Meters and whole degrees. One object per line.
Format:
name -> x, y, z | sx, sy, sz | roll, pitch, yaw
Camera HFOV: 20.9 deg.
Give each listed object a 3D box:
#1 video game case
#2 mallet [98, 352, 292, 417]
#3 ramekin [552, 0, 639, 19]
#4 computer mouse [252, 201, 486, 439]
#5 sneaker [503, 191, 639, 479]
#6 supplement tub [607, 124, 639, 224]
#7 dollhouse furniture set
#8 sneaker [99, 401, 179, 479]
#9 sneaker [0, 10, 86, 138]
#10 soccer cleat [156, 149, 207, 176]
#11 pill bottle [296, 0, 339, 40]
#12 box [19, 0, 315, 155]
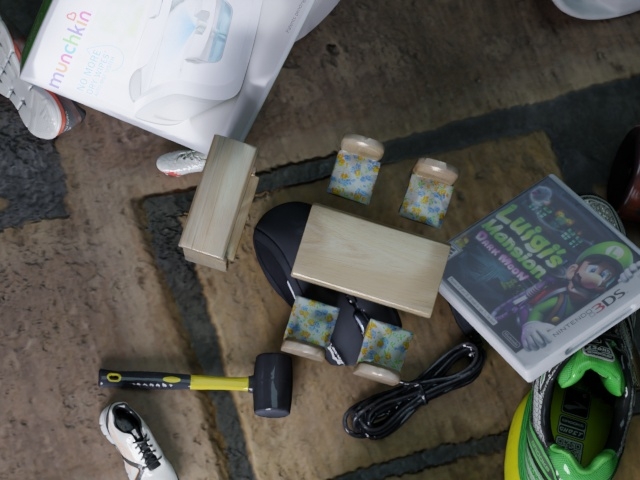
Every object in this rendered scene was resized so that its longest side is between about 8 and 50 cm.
video game case -> 0.216, 0.032, 1.701 | 0.173, 0.022, 0.190 | -33, 47, -12
mallet -> -0.119, 0.146, 1.683 | 0.189, 0.039, 0.062 | -4, 72, -9
ramekin -> 0.339, -0.373, 1.877 | 0.273, 0.273, 0.127 | -19, 63, -19
computer mouse -> 0.059, 0.053, 1.744 | 0.184, 0.060, 0.262 | -23, 76, -19
sneaker -> 0.268, 0.107, 1.723 | 0.134, 0.146, 0.343 | 9, 66, -9
supplement tub -> 0.412, -0.049, 1.842 | 0.198, 0.106, 0.106 | 16, 66, -7
dollhouse furniture set -> 0.000, 0.000, 1.629 | 0.242, 0.161, 0.212 | 17, 82, 0
sneaker -> -0.171, 0.199, 1.642 | 0.040, 0.044, 0.109 | -36, 82, -25
sneaker -> -0.294, -0.171, 1.766 | 0.065, 0.061, 0.158 | -20, 73, -47
soccer cleat -> -0.125, -0.083, 1.769 | 0.083, 0.035, 0.029 | 0, 69, -13
pill bottle -> -0.086, -0.326, 1.820 | 0.245, 0.136, 0.136 | 44, 66, 6
box -> -0.136, -0.246, 1.687 | 0.231, 0.262, 0.127 | 22, 26, -15
